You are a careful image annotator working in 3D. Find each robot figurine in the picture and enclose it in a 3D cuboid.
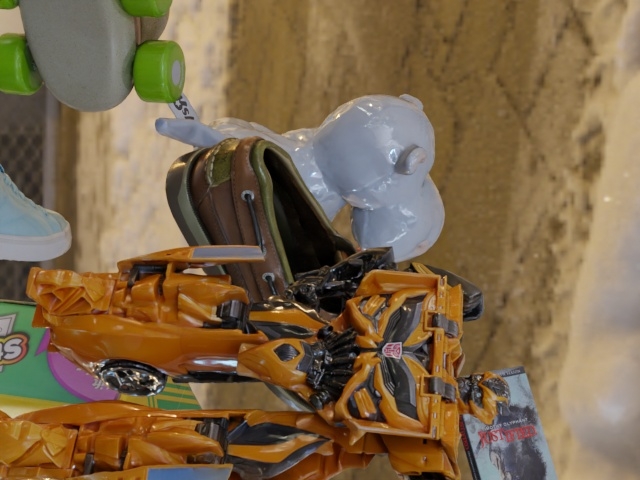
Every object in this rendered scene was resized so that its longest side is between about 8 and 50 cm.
[{"bbox_3d":[-0.037,0.085,0.681,0.085,0.290,0.211,74,-162,-52],"label":"robot figurine"}]

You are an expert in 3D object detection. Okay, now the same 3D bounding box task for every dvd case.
[{"bbox_3d":[0.159,0.172,1.014,0.013,0.087,0.120,-35,65,51],"label":"dvd case"}]

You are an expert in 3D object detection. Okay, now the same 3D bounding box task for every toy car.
[{"bbox_3d":[-0.176,-0.210,0.993,0.188,0.155,0.149,-68,-21,-53],"label":"toy car"}]

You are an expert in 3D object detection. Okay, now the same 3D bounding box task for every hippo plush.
[{"bbox_3d":[-0.003,-0.074,1.172,0.234,0.236,0.294,-102,-6,-59],"label":"hippo plush"}]

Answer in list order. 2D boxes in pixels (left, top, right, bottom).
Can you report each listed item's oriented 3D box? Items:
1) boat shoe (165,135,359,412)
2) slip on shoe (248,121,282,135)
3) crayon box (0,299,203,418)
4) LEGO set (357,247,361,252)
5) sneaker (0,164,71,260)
[{"bbox_3d":[-0.016,0.046,1.030,0.104,0.307,0.111,-13,34,35],"label":"boat shoe"},{"bbox_3d":[-0.035,-0.104,1.409,0.051,0.135,0.041,-39,24,50],"label":"slip on shoe"},{"bbox_3d":[-0.286,0.180,1.114,0.313,0.362,0.106,73,-152,-48],"label":"crayon box"},{"bbox_3d":[0.000,0.000,1.449,0.287,0.132,0.107,35,133,40],"label":"LEGO set"},{"bbox_3d":[-0.447,-0.055,1.582,0.366,0.135,0.150,3,-81,-70],"label":"sneaker"}]
